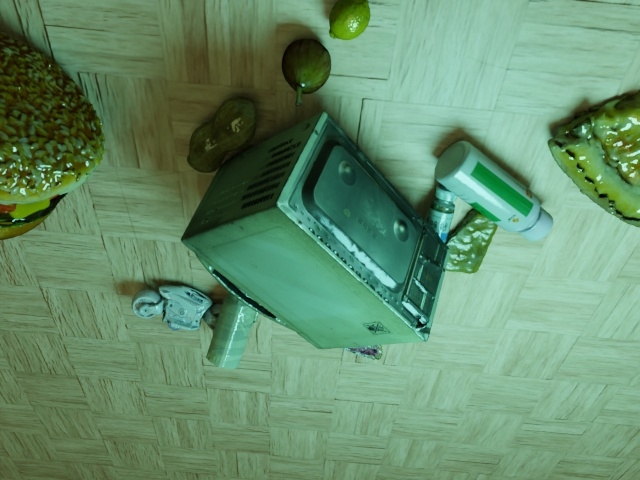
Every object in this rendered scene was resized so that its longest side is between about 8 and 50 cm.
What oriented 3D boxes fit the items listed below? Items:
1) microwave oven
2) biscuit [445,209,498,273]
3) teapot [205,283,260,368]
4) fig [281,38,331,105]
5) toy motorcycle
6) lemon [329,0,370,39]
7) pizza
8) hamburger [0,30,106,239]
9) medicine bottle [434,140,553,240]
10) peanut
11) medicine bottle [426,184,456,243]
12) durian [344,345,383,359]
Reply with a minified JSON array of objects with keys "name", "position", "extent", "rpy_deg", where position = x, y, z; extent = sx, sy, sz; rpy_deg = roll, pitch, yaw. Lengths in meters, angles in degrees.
[{"name":"microwave oven","position":[0.000,0.000,0.991],"extent":[0.333,0.247,0.394],"rpy_deg":[-16,131,42]},{"name":"biscuit","position":[0.281,0.002,1.142],"extent":[0.183,0.039,0.174],"rpy_deg":[5,133,-1]},{"name":"teapot","position":[-0.198,0.206,1.279],"extent":[0.107,0.077,0.200],"rpy_deg":[14,95,-48]},{"name":"fig","position":[-0.027,-0.275,0.864],"extent":[0.089,0.125,0.089],"rpy_deg":[4,136,4]},{"name":"toy motorcycle","position":[-0.336,0.164,1.301],"extent":[0.254,0.112,0.112],"rpy_deg":[13,131,-14]},{"name":"lemon","position":[0.044,-0.353,0.832],"extent":[0.083,0.062,0.062],"rpy_deg":[-33,122,33]},{"name":"pizza","position":[0.684,-0.133,0.968],"extent":[0.435,0.080,0.392],"rpy_deg":[-20,127,22]},{"name":"hamburger","position":[-0.546,-0.174,0.864],"extent":[0.250,0.330,0.330],"rpy_deg":[-31,123,26]},{"name":"medicine bottle","position":[0.344,-0.089,1.021],"extent":[0.260,0.095,0.095],"rpy_deg":[32,126,-20]},{"name":"peanut","position":[-0.184,-0.193,0.980],"extent":[0.193,0.089,0.089],"rpy_deg":[-31,122,33]},{"name":"medicine bottle","position":[0.239,-0.019,1.084],"extent":[0.051,0.051,0.191],"rpy_deg":[8,113,-3]},{"name":"durian","position":[0.088,0.222,1.332],"extent":[0.186,0.119,0.108],"rpy_deg":[22,92,-29]}]
